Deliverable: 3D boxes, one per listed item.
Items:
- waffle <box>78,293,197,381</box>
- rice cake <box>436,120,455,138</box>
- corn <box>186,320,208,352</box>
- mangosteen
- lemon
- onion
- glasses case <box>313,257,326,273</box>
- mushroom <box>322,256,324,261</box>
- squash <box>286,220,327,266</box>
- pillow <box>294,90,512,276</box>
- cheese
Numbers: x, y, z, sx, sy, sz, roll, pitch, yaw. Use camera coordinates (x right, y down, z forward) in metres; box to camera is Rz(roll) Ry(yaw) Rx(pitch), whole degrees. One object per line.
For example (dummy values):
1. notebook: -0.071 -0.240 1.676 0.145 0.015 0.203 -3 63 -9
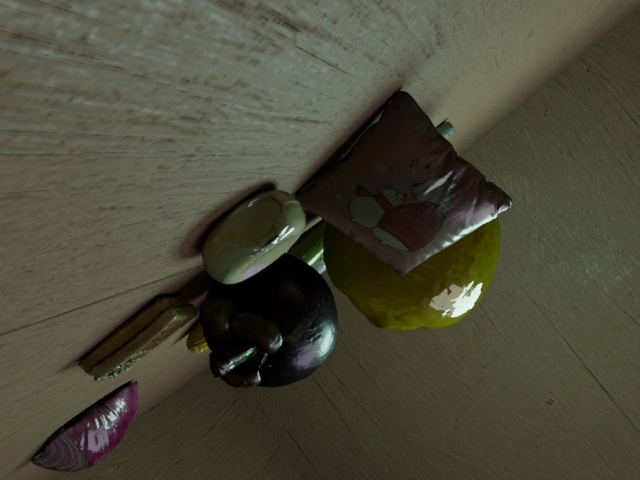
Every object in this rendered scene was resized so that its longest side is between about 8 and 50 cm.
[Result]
1. waffle: -0.250 0.134 0.754 0.148 0.042 0.102 -39 175 2
2. rice cake: 0.216 -0.196 1.213 0.207 0.033 0.033 -38 173 -3
3. corn: -0.246 0.201 1.215 0.067 0.067 0.206 -34 174 -45
4. mangosteen: -0.092 0.136 0.857 0.228 0.228 0.265 -42 178 27
5. lemon: 0.172 0.001 1.019 0.348 0.348 0.348 -39 175 -4
6. onion: -0.517 0.452 1.272 0.250 0.111 0.247 -45 170 37
7. glasses case: -0.065 0.116 1.711 0.233 0.059 0.092 -34 -179 8
8. mushroom: 0.048 0.025 1.596 0.087 0.107 0.333 5 -174 13
9. squash: 0.000 0.000 1.211 0.201 0.066 0.066 -40 175 -19
10. pillow: 0.113 -0.059 0.758 0.223 0.236 0.084 -38 -155 31
11. cheese: -0.088 0.009 0.698 0.137 0.064 0.227 -34 172 -18
